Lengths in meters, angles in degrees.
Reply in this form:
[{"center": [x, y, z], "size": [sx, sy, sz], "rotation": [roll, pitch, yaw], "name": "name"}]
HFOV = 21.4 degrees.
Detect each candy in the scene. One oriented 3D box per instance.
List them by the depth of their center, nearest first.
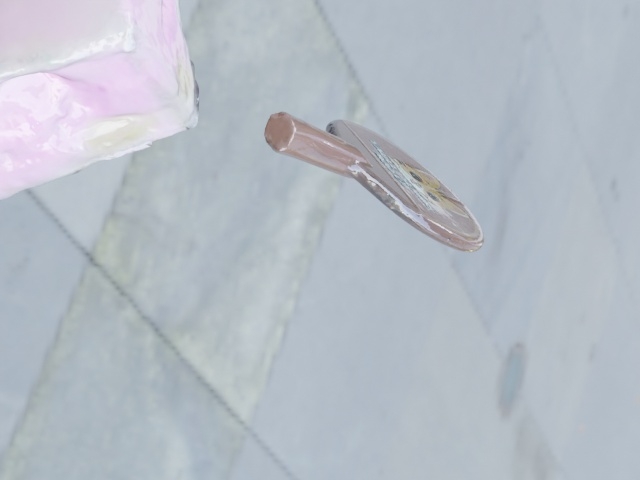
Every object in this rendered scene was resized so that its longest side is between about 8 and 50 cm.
[{"center": [-0.170, -0.168, 1.014], "size": [0.116, 0.156, 0.265], "rotation": [58, 18, -57], "name": "candy"}]

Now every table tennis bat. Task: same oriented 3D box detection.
[{"center": [0.000, 0.000, 0.946], "size": [0.170, 0.107, 0.119], "rotation": [21, 113, -49], "name": "table tennis bat"}]
